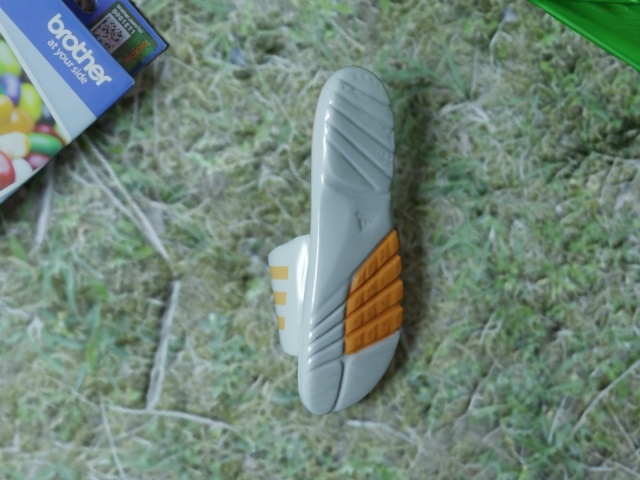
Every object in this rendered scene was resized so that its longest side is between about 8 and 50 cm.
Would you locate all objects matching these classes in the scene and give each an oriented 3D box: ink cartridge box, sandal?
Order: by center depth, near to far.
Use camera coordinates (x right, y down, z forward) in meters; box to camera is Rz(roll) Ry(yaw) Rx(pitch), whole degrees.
[{"bbox_3d":[-0.270,-0.110,0.933,0.311,0.065,0.186,-45,103,-18],"label":"ink cartridge box"},{"bbox_3d":[0.008,-0.002,1.021,0.102,0.076,0.265,-6,102,-43],"label":"sandal"}]

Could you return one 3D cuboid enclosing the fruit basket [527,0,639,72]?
[{"bbox_3d":[0.328,-0.313,0.996,0.283,0.392,0.392,28,79,-17],"label":"fruit basket"}]
